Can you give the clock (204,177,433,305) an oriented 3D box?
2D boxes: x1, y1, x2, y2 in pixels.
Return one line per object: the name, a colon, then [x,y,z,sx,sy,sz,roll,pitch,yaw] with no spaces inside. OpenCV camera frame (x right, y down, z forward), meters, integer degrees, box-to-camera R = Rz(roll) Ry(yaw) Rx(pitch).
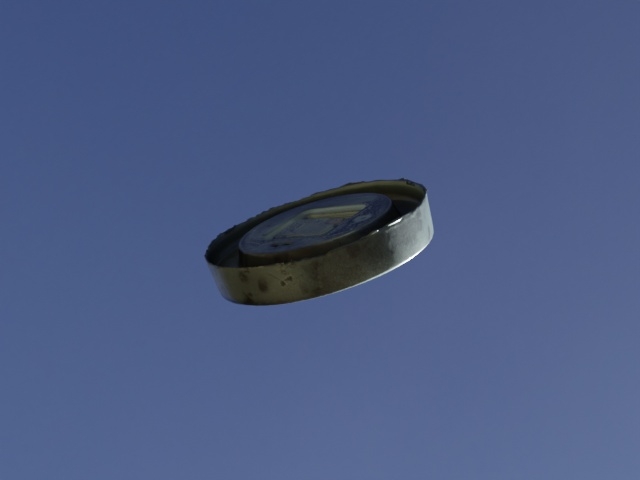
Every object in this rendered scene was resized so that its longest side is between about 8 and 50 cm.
clock: [0.000,0.000,0.536,0.085,0.085,0.017,-6,-71,35]
